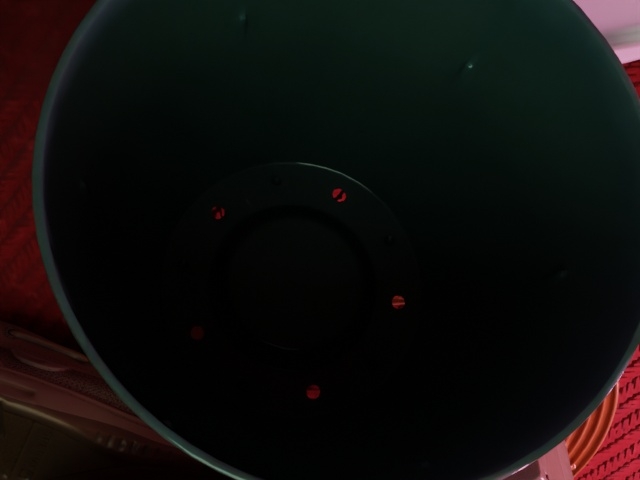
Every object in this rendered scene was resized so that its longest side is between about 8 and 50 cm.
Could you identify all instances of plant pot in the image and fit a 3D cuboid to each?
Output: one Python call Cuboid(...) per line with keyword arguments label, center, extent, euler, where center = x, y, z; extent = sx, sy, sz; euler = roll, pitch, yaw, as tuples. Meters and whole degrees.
Cuboid(label="plant pot", center=(0.000, 0.000, 0.565), extent=(0.293, 0.293, 0.235), euler=(13, 164, -7))

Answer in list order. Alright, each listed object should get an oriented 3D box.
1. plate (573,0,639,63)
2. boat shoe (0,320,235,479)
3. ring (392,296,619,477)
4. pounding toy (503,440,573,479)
Cuboid(label="plate", center=(0.198, -0.202, 0.511), extent=(0.278, 0.045, 0.277), euler=(-10, 133, 19))
Cuboid(label="boat shoe", center=(-0.134, 0.156, 0.788), extent=(0.341, 0.110, 0.121), euler=(28, 121, -17))
Cuboid(label="ring", center=(0.074, 0.140, 0.818), extent=(0.337, 0.032, 0.336), euler=(1, 126, 2))
Cuboid(label="pounding toy", center=(0.102, 0.175, 0.743), extent=(0.141, 0.130, 0.100), euler=(-27, 121, 20))
